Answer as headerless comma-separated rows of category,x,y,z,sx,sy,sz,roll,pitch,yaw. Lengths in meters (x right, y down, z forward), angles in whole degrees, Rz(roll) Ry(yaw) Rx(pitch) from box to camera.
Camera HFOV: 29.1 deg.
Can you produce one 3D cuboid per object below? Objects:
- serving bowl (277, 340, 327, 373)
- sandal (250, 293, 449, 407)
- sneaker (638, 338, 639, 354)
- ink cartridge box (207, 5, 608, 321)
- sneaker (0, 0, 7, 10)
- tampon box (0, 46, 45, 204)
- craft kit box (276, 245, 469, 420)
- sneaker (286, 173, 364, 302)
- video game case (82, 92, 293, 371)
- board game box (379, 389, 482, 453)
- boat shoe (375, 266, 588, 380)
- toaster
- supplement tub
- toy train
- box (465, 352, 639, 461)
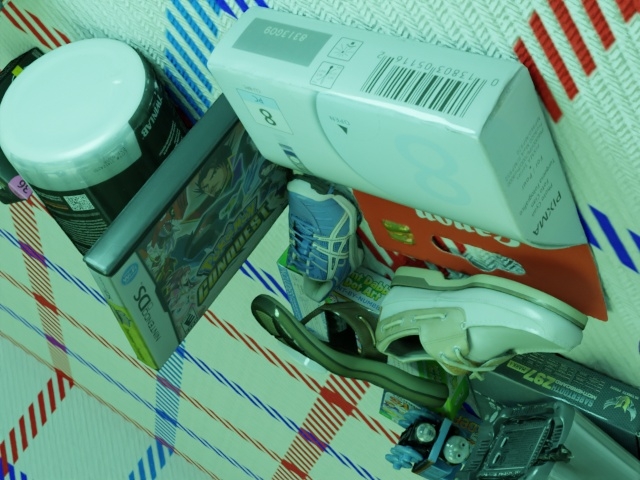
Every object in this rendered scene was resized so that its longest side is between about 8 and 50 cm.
serving bowl,-0.019,0.150,1.715,0.083,0.027,0.083,30,158,13
sandal,0.040,0.121,1.495,0.303,0.086,0.120,26,178,-34
sneaker,0.368,0.113,1.106,0.095,0.104,0.236,42,159,-21
ink cartridge box,0.094,-0.043,1.200,0.308,0.091,0.385,19,153,36
sneaker,-0.402,-0.288,1.366,0.126,0.127,0.321,40,157,-10
tampon box,-0.389,-0.146,1.594,0.120,0.161,0.101,43,158,-21
craft kit box,0.074,0.120,1.626,0.247,0.061,0.250,29,159,22
sneaker,0.000,0.000,1.438,0.080,0.081,0.211,24,157,27
video game case,-0.126,-0.018,1.318,0.035,0.275,0.248,30,159,20
board game box,0.183,0.273,1.813,0.201,0.035,0.136,30,159,12
boat shoe,0.167,0.099,1.338,0.113,0.103,0.302,31,167,-25
toaster,0.268,0.268,1.394,0.146,0.129,0.227,35,156,-12
supplement tub,-0.234,-0.072,1.479,0.194,0.193,0.316,22,154,31
toy train,0.154,0.287,1.712,0.105,0.080,0.184,22,163,2
box,0.291,0.205,1.476,0.233,0.059,0.183,22,154,28
